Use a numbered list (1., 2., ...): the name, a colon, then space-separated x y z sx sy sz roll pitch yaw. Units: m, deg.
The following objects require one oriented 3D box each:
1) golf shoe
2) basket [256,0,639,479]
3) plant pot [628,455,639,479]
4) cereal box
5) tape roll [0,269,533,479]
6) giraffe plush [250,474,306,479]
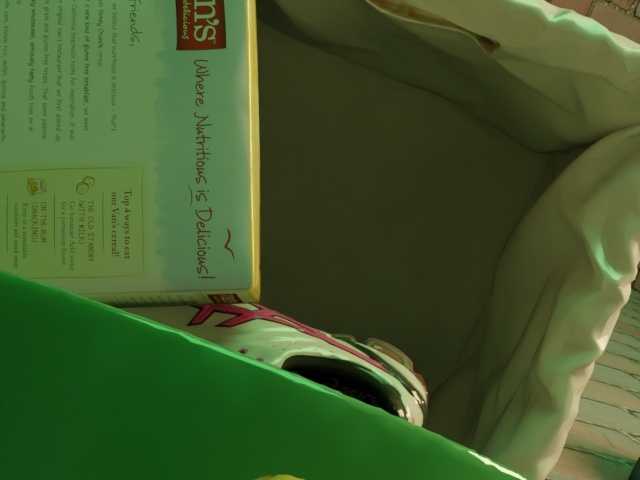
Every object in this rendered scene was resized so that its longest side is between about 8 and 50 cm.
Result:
1. golf shoe: -0.038 0.061 0.719 0.186 0.067 0.086 11 1 5
2. basket: 0.000 0.000 0.888 0.328 0.331 0.266 23 2 2
3. plant pot: 0.447 0.188 1.318 0.290 0.195 0.290 22 8 -3
4. cereal box: -0.149 -0.052 0.720 0.240 0.173 0.047 -1 -12 1
5. tape roll: -0.055 0.094 0.558 0.321 0.077 0.321 19 -14 5
6. giraffe plush: -0.003 0.166 0.296 0.210 0.181 0.170 9 14 23
